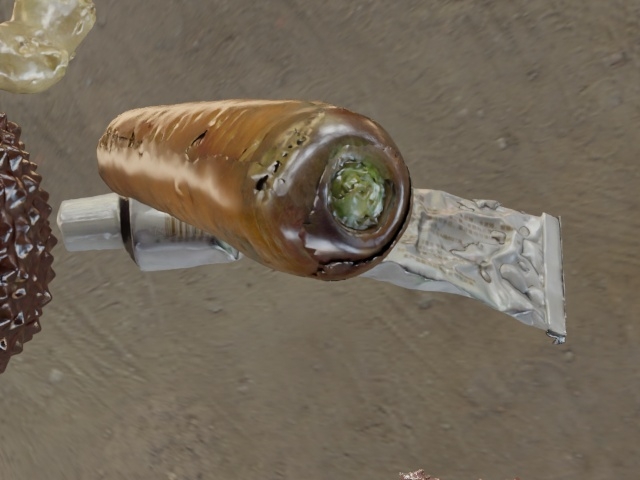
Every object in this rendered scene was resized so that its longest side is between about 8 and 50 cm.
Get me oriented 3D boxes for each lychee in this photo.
[{"bbox_3d":[-0.395,-0.001,1.377,0.306,0.306,0.330,13,111,-13],"label":"lychee"}]

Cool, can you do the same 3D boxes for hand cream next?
[{"bbox_3d":[0.001,-0.003,0.727,0.256,0.050,0.084,7,45,-7],"label":"hand cream"}]

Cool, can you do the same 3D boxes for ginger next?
[{"bbox_3d":[-0.261,-0.109,0.940,0.258,0.149,0.065,-42,139,-38],"label":"ginger"}]

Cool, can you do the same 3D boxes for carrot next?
[{"bbox_3d":[-0.028,-0.023,0.492,0.055,0.161,0.055,-7,103,-30],"label":"carrot"}]

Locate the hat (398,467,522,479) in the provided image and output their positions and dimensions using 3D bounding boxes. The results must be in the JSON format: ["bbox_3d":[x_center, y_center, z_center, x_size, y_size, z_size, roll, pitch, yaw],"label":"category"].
[{"bbox_3d":[0.060,0.257,1.280,0.286,0.236,0.107,-13,95,-26],"label":"hat"}]
